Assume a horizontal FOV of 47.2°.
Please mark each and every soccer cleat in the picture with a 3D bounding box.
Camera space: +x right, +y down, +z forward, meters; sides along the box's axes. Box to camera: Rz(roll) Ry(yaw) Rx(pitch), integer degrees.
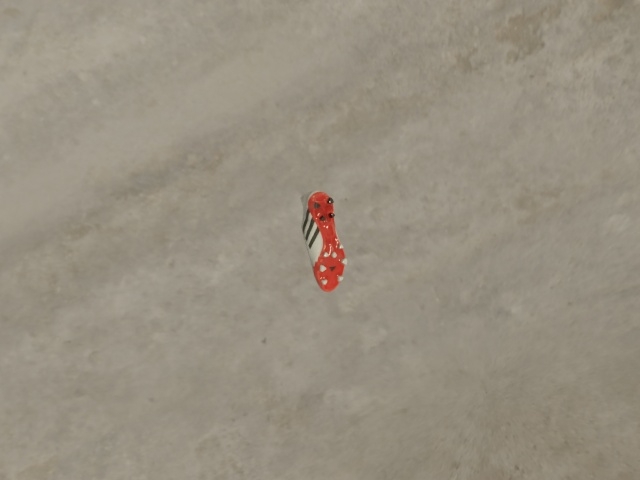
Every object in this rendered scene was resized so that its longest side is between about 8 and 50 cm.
[{"bbox_3d":[0.000,0.000,0.594,0.029,0.035,0.083,-16,105,-26],"label":"soccer cleat"}]
